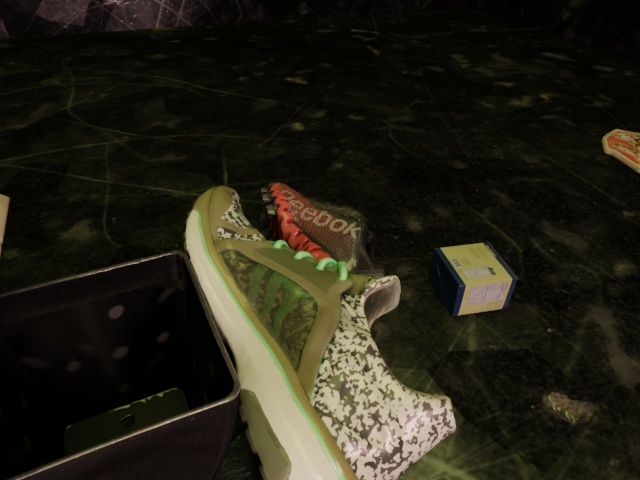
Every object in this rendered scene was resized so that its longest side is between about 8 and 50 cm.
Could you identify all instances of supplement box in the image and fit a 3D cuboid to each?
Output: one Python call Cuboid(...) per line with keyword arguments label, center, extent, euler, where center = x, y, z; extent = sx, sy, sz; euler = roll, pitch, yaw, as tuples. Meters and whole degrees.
Cuboid(label="supplement box", center=(0.208, 0.052, 0.651), extent=(0.083, 0.056, 0.083), euler=(-6, 38, -11))

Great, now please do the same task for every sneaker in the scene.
Cuboid(label="sneaker", center=(0.000, 0.000, 0.677), extent=(0.135, 0.097, 0.276), euler=(-15, 42, -21))
Cuboid(label="sneaker", center=(-0.010, 0.074, 0.494), extent=(0.182, 0.158, 0.410), euler=(-27, 53, -6))

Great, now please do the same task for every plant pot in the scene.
Cuboid(label="plant pot", center=(-0.180, 0.145, 0.415), extent=(0.188, 0.167, 0.187), euler=(-16, 41, -21))

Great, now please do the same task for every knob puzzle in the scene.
Cuboid(label="knob puzzle", center=(0.729, -0.214, 1.057), extent=(0.213, 0.030, 0.213), euler=(1, 37, -1))

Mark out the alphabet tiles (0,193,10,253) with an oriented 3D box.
Cuboid(label="alphabet tiles", center=(-0.304, 0.134, 0.352), extent=(0.011, 0.285, 0.342), euler=(23, 28, -41))
